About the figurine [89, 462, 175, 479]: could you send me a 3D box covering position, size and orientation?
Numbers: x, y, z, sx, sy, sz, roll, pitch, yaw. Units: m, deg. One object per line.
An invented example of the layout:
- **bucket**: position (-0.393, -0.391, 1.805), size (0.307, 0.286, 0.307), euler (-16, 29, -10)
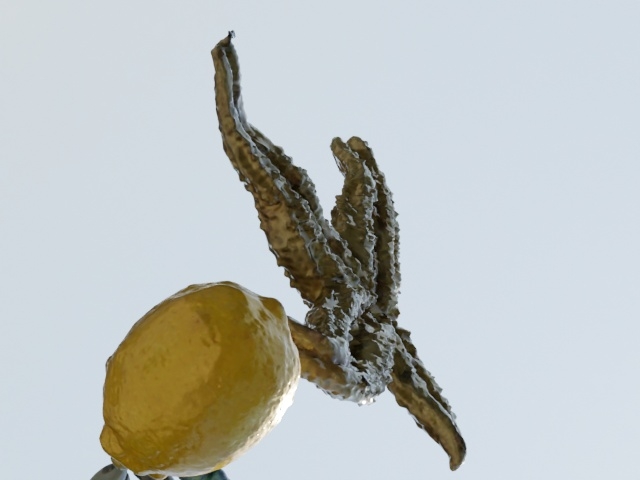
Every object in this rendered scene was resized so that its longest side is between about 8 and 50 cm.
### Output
- **figurine**: position (-0.202, 0.338, 1.883), size (0.140, 0.193, 0.265), euler (-55, -145, 32)

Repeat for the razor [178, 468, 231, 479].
- **razor**: position (-0.053, 0.223, 1.299), size (0.042, 0.253, 0.082), euler (-31, 175, 15)

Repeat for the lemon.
- **lemon**: position (-0.082, 0.094, 1.180), size (0.155, 0.114, 0.114), euler (-41, -152, 3)

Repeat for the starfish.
- **starfish**: position (0.000, 0.000, 1.527), size (0.082, 0.324, 0.432), euler (-31, -132, 19)
